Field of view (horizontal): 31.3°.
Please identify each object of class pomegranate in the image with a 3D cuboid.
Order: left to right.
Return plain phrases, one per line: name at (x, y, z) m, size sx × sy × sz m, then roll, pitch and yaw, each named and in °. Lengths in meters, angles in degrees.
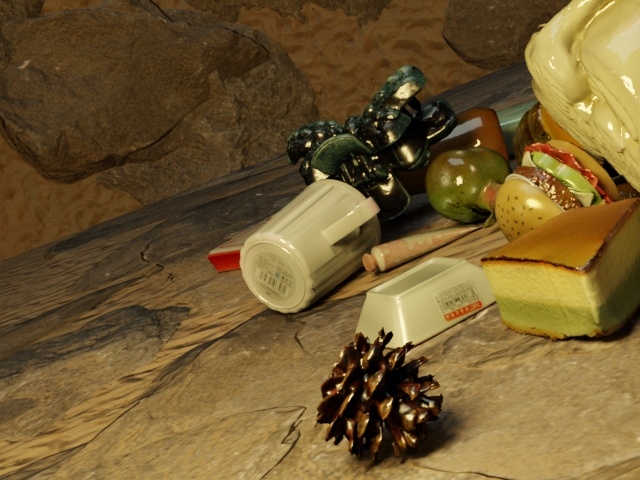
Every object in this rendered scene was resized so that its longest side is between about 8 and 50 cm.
pomegranate at (0.269, -0.082, 1.906) m, size 0.152 × 0.131 × 0.191 m, roll -10°, pitch 27°, yaw -36°

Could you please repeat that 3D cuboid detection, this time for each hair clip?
hair clip at (0.079, -0.166, 1.992) m, size 0.310 × 0.194 × 0.206 m, roll -29°, pitch 34°, yaw 31°

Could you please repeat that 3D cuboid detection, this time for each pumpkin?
pumpkin at (0.424, -0.121, 1.791) m, size 0.248 × 0.126 × 0.131 m, roll 7°, pitch -37°, yaw -17°

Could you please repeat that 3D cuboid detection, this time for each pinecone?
pinecone at (0.063, 0.160, 1.164) m, size 0.120 × 0.140 × 0.140 m, roll 28°, pitch 29°, yaw 12°

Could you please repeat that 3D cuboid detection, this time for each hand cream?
hand cream at (0.166, 0.005, 1.893) m, size 0.209 × 0.043 × 0.067 m, roll -20°, pitch 11°, yaw -24°

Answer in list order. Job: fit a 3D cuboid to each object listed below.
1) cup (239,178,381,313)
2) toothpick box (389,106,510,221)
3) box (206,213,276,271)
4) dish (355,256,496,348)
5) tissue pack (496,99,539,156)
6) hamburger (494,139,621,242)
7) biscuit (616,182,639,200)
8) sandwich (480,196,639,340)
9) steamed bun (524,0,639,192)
cup at (-0.013, -0.006, 1.871) m, size 0.202 × 0.167 × 0.221 m, roll -39°, pitch -24°, yaw -46°
toothpick box at (0.205, -0.150, 2.183) m, size 0.294 × 0.192 × 0.192 m, roll -14°, pitch 12°, yaw 6°
box at (-0.121, -0.001, 2.396) m, size 0.123 × 0.050 × 0.229 m, roll -10°, pitch 16°, yaw 45°
dish at (0.160, 0.066, 1.561) m, size 0.234 × 0.064 × 0.154 m, roll -25°, pitch 11°, yaw -22°
tissue pack at (0.392, -0.227, 2.420) m, size 0.263 × 0.089 × 0.177 m, roll -13°, pitch 15°, yaw 26°
hamburger at (0.316, -0.045, 1.569) m, size 0.137 × 0.175 × 0.175 m, roll -38°, pitch 16°, yaw -16°
biscuit at (0.458, -0.058, 1.681) m, size 0.187 × 0.027 × 0.188 m, roll -21°, pitch 11°, yaw 4°
sandwich at (0.321, 0.030, 1.325) m, size 0.186 × 0.108 × 0.220 m, roll -26°, pitch 10°, yaw -18°
steamed bun at (0.443, -0.200, 1.441) m, size 0.255 × 0.342 × 0.367 m, roll -47°, pitch -15°, yaw 9°
